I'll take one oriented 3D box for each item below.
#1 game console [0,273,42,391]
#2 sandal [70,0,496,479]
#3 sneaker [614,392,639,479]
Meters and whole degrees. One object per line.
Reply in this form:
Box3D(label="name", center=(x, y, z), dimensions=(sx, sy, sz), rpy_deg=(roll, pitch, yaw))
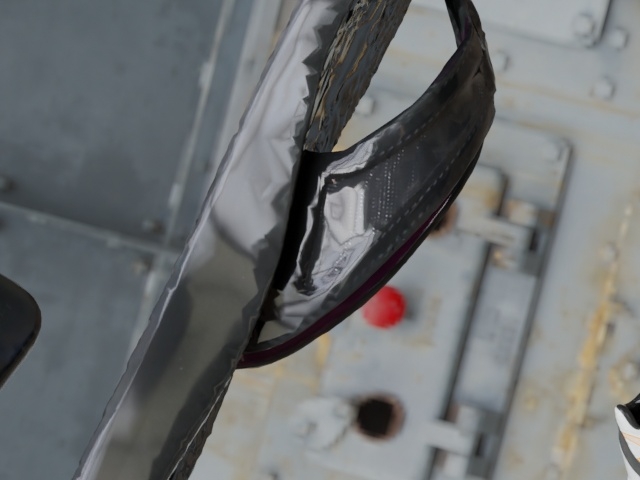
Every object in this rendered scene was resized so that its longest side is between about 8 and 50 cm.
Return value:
Box3D(label="game console", center=(-0.283, 0.024, 0.722), dimensions=(0.293, 0.250, 0.173), rpy_deg=(-59, -2, -44))
Box3D(label="sandal", center=(-0.001, 0.002, 0.778), dimensions=(0.167, 0.107, 0.446), rpy_deg=(81, -146, -83))
Box3D(label="sneaker", center=(0.143, 0.072, 0.560), dimensions=(0.040, 0.109, 0.044), rpy_deg=(-21, -85, -36))
